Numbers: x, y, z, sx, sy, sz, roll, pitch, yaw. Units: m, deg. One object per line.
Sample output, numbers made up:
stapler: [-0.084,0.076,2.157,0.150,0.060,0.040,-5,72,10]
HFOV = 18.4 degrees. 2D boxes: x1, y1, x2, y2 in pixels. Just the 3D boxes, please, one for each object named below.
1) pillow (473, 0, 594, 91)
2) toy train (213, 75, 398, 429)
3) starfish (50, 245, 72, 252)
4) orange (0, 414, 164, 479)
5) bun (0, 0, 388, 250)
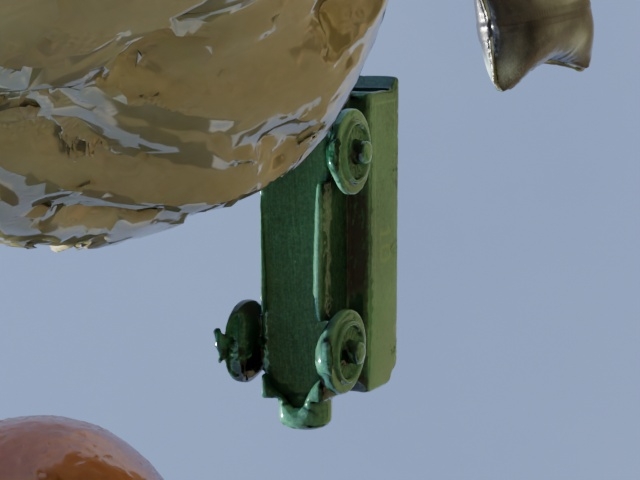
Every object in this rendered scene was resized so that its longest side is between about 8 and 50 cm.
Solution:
pillow: [0.155,-0.162,1.426,0.135,0.055,0.091,-17,-54,-53]
toy train: [0.000,0.000,0.932,0.099,0.070,0.172,-18,-70,-63]
starfish: [-0.145,-0.139,1.400,0.060,0.302,0.299,50,-169,-52]
orange: [-0.193,0.295,1.545,0.274,0.274,0.310,-34,-67,-55]
bun: [-0.146,-0.118,0.769,0.326,0.362,0.234,68,-144,-61]
